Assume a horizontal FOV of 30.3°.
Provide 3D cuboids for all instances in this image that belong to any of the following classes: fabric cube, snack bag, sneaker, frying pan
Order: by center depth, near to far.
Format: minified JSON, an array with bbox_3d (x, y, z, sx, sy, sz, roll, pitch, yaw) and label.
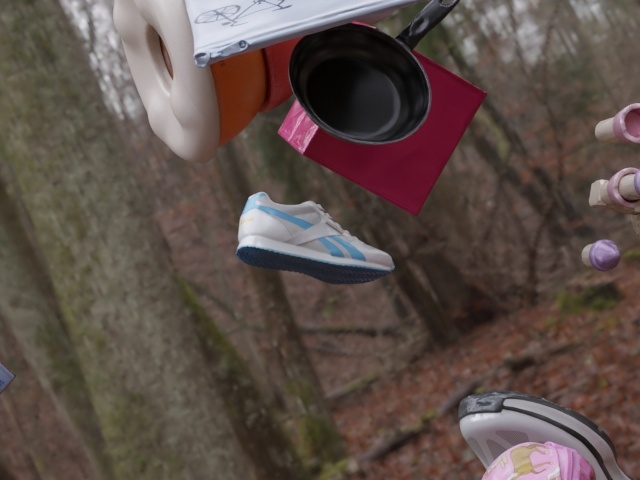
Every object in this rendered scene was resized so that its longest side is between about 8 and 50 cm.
[{"bbox_3d":[-0.020,-0.327,1.571,0.323,0.037,0.342,-16,28,-1],"label":"snack bag"},{"bbox_3d":[0.000,0.000,1.589,0.228,0.092,0.087,15,-25,-25],"label":"sneaker"},{"bbox_3d":[0.067,-0.254,1.600,0.053,0.197,0.326,119,171,-55],"label":"frying pan"},{"bbox_3d":[0.344,0.417,1.700,0.169,0.447,0.257,-20,38,44],"label":"sneaker"},{"bbox_3d":[0.106,-0.236,2.196,0.258,0.254,0.259,-62,19,7],"label":"fabric cube"}]

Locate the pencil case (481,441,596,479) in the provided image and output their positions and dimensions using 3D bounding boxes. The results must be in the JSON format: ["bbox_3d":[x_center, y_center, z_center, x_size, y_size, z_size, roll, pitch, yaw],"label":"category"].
[{"bbox_3d":[0.283,0.405,1.409,0.167,0.160,0.386,-24,24,12],"label":"pencil case"}]

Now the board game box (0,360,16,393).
[{"bbox_3d":[-0.632,0.184,1.890,0.027,0.281,0.145,10,55,51],"label":"board game box"}]

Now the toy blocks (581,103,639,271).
[{"bbox_3d":[0.605,-0.051,1.918,0.288,0.309,0.260,11,-4,-12],"label":"toy blocks"}]

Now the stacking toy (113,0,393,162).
[{"bbox_3d":[-0.067,-0.353,1.936,0.480,0.350,0.350,-20,-9,-19],"label":"stacking toy"}]
